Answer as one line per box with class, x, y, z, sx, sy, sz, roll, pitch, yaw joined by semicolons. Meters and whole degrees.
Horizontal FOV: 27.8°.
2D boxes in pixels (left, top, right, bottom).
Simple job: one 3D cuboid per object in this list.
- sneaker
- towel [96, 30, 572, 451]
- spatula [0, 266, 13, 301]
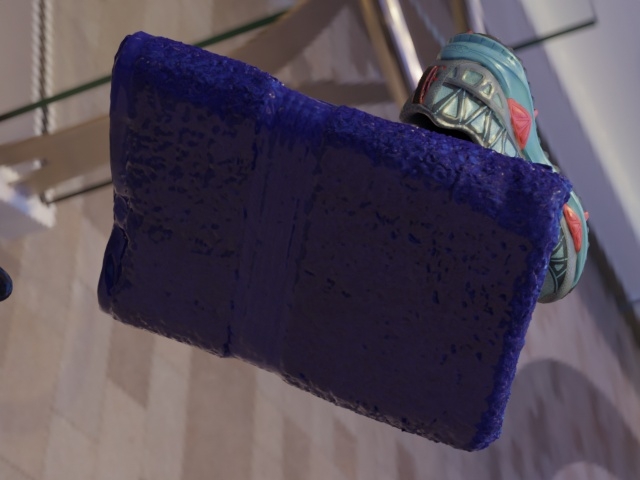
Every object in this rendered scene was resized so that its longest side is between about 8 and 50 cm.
sneaker;0.138;-0.040;1.112;0.125;0.104;0.262;-43;118;-32
towel;0.000;0.000;0.866;0.076;0.308;0.228;-51;157;-52
spatula;-0.372;-0.045;1.049;0.296;0.084;0.030;37;-8;-7
